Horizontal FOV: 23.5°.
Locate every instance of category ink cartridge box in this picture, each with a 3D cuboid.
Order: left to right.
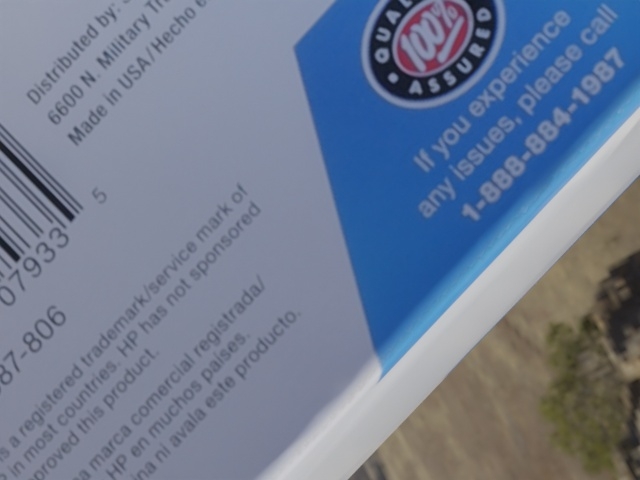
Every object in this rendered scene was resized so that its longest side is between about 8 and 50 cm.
[{"bbox_3d":[-0.098,-0.094,0.561,0.395,0.285,0.166,45,-173,12],"label":"ink cartridge box"}]
